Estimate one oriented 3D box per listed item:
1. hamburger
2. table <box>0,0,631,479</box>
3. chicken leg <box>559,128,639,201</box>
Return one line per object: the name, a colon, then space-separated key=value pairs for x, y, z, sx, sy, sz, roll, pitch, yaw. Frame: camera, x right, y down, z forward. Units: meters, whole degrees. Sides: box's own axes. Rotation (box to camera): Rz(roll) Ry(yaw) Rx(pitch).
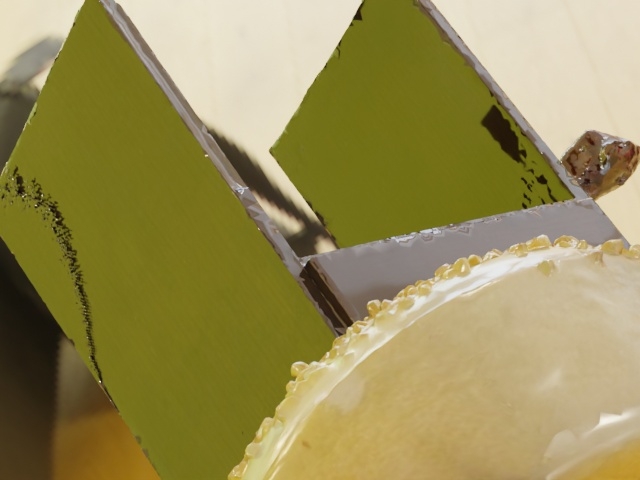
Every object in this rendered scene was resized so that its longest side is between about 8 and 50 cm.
hamburger: x=0.083 y=0.136 z=0.886 sx=0.302 sy=0.302 sz=0.170 roll=-36 pitch=43 yaw=-8
table: x=0.000 y=0.000 z=1.134 sx=0.251 sy=0.196 sz=0.282 roll=-13 pitch=57 yaw=-41
chicken leg: x=0.172 y=0.007 z=1.660 sx=0.093 sy=0.113 sz=0.304 roll=35 pitch=58 yaw=17
